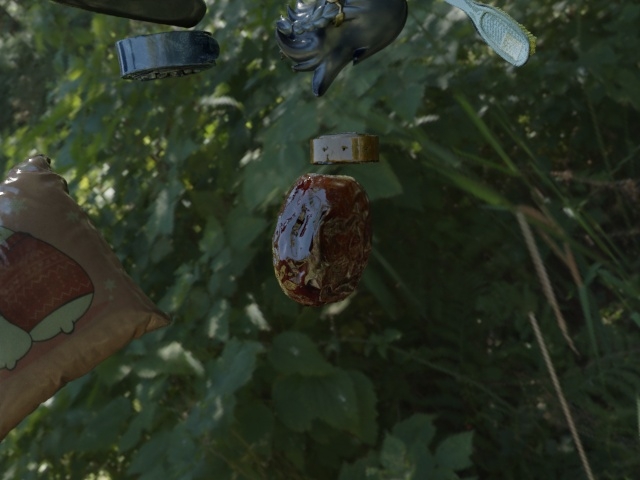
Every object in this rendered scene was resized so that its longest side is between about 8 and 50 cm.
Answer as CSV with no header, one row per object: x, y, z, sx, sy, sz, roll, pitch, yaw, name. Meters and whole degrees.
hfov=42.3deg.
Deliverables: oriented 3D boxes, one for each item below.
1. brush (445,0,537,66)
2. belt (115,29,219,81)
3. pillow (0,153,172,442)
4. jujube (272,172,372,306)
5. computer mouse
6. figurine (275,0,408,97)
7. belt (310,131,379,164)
0.314,-0.426,1.557,0.060,0.296,0.068,-16,-38,-30,brush
-0.290,-0.351,1.578,0.190,0.082,0.141,-10,6,-14,belt
-0.298,0.058,0.801,0.236,0.223,0.084,-35,1,-22,pillow
0.000,0.000,1.505,0.183,0.184,0.243,-157,71,-74,jujube
-0.360,-0.462,1.456,0.374,0.203,0.114,-8,-59,-51,computer mouse
0.031,-0.397,1.526,0.265,0.175,0.197,-39,22,14,figurine
0.028,-0.102,0.921,0.083,0.036,0.059,1,5,35,belt
